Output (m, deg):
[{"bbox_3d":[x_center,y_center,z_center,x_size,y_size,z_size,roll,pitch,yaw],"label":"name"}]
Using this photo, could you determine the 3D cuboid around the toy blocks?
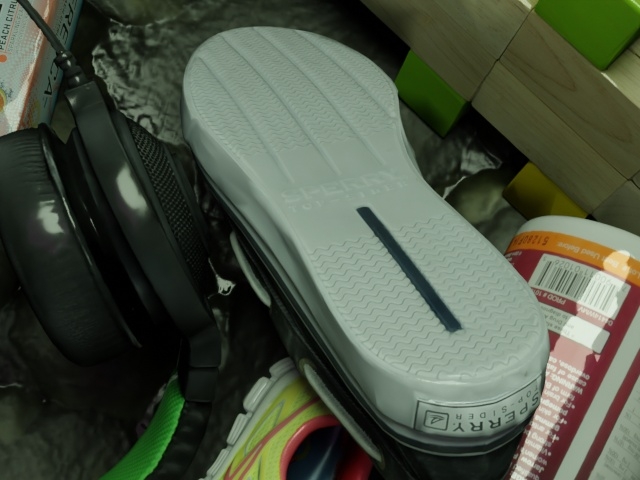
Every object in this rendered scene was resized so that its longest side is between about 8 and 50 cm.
[{"bbox_3d":[0.185,-0.178,0.582,0.381,0.191,0.261,44,67,8],"label":"toy blocks"}]

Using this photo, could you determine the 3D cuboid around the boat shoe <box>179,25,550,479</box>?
[{"bbox_3d":[0.000,0.000,0.510,0.121,0.119,0.335,-8,40,-15],"label":"boat shoe"}]

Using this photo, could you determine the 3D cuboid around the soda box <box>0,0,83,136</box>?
[{"bbox_3d":[-0.186,-0.131,0.595,0.058,0.063,0.183,12,76,0],"label":"soda box"}]

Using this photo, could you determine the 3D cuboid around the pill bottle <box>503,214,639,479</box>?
[{"bbox_3d":[0.112,0.107,0.516,0.121,0.121,0.221,30,76,5],"label":"pill bottle"}]

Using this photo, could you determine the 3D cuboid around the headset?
[{"bbox_3d":[-0.172,-0.020,0.499,0.243,0.185,0.394,4,106,-15],"label":"headset"}]

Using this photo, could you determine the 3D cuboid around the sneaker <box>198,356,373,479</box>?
[{"bbox_3d":[-0.030,0.156,0.500,0.081,0.094,0.209,34,75,-29],"label":"sneaker"}]
